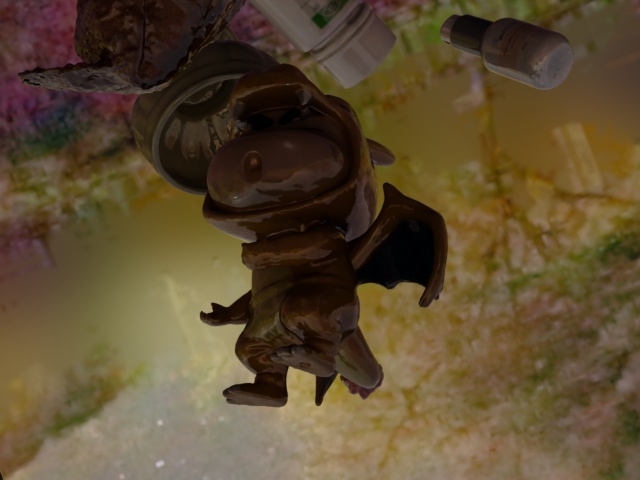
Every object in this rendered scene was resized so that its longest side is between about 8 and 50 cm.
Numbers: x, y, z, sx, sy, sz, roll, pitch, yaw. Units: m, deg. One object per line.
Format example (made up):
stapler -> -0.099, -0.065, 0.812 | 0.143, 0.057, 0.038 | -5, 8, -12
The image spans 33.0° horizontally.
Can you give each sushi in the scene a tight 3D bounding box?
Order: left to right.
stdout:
sushi -> -0.187, -0.260, 1.222 | 0.296, 0.167, 0.179 | -60, -154, -12

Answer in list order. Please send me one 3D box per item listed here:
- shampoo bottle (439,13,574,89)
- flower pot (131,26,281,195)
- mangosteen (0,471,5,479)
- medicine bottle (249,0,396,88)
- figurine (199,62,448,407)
shampoo bottle -> 0.231, -0.251, 1.383 | 0.074, 0.074, 0.192 | -23, -142, -33
flower pot -> -0.205, -0.262, 1.971 | 0.308, 0.244, 0.307 | -17, 141, -15
mangosteen -> -0.282, 0.217, 0.592 | 0.265, 0.228, 0.228 | -54, -169, -15
medicine bottle -> -0.002, -0.355, 1.661 | 0.139, 0.237, 0.139 | -43, -164, 15
figurine -> -0.019, 0.015, 1.359 | 0.268, 0.387, 0.401 | 4, 152, -9
